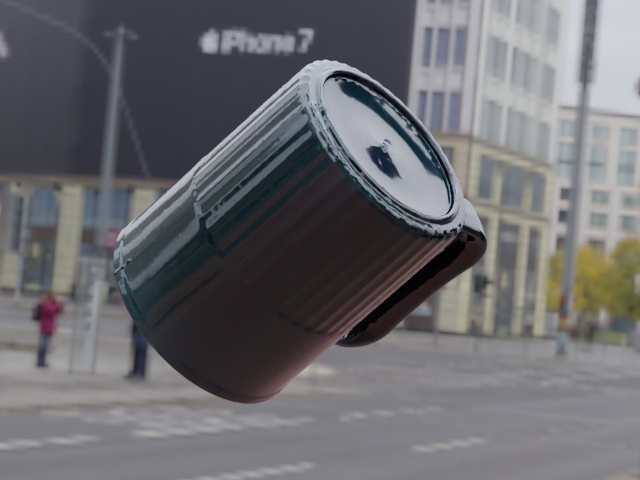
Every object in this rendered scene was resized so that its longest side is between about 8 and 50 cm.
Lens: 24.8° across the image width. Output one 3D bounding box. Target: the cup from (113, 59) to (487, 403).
[{"bbox_3d":[-0.005,0.007,1.491,0.308,0.292,0.242,41,28,-13],"label":"cup"}]
